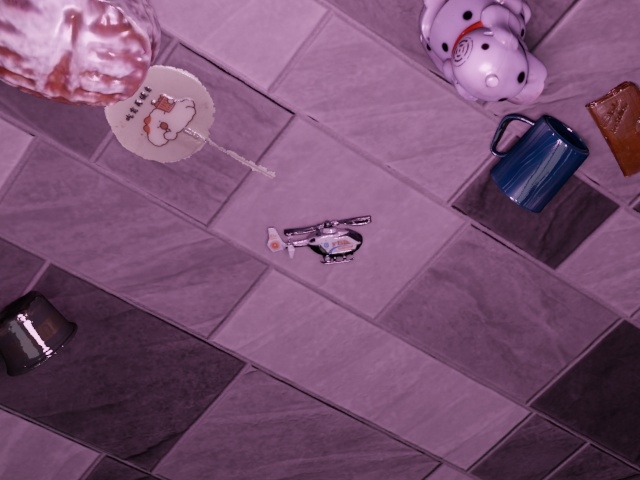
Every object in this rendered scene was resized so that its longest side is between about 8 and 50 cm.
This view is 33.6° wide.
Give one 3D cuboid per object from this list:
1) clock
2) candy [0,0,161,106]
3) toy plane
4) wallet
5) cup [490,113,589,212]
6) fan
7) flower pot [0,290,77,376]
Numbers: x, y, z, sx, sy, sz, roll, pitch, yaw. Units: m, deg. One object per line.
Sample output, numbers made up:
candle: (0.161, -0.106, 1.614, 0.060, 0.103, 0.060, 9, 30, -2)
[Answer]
clock: (0.259, -0.300, 1.655, 0.189, 0.254, 0.188, -4, 126, -5)
candy: (-0.399, -0.321, 1.666, 0.290, 0.157, 0.214, 12, 128, -10)
toy plane: (-0.001, 0.001, 1.973, 0.197, 0.053, 0.078, -6, 117, 0)
wallet: (0.545, -0.194, 1.872, 0.095, 0.026, 0.176, -29, 122, 14)
cup: (0.372, -0.143, 1.848, 0.150, 0.113, 0.138, 28, 117, -22)
fan: (-0.218, -0.185, 1.856, 0.329, 0.009, 0.190, 30, 118, -20)
flower pot: (-0.555, 0.169, 2.012, 0.157, 0.157, 0.106, -27, 107, 16)
